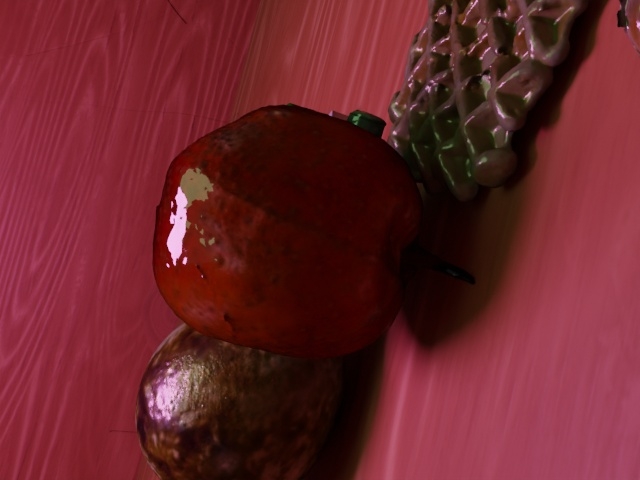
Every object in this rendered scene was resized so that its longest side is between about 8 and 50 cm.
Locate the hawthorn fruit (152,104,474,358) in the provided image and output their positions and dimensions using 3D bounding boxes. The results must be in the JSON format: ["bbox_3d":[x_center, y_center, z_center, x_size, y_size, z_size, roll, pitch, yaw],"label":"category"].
[{"bbox_3d":[0.000,0.000,0.677,0.254,0.300,0.254,-46,-35,-47],"label":"hawthorn fruit"}]

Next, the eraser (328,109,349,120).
[{"bbox_3d":[0.013,-0.089,1.069,0.092,0.046,0.213,131,150,-54],"label":"eraser"}]

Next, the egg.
[{"bbox_3d":[-0.091,0.187,0.847,0.289,0.238,0.238,-48,28,27],"label":"egg"}]

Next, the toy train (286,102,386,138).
[{"bbox_3d":[-0.011,-0.055,0.881,0.132,0.188,0.243,-129,57,-68],"label":"toy train"}]

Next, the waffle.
[{"bbox_3d":[0.152,-0.188,0.702,0.309,0.056,0.292,-126,53,-67],"label":"waffle"}]

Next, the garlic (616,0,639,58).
[{"bbox_3d":[0.240,-0.162,0.407,0.084,0.066,0.152,59,140,28],"label":"garlic"}]
